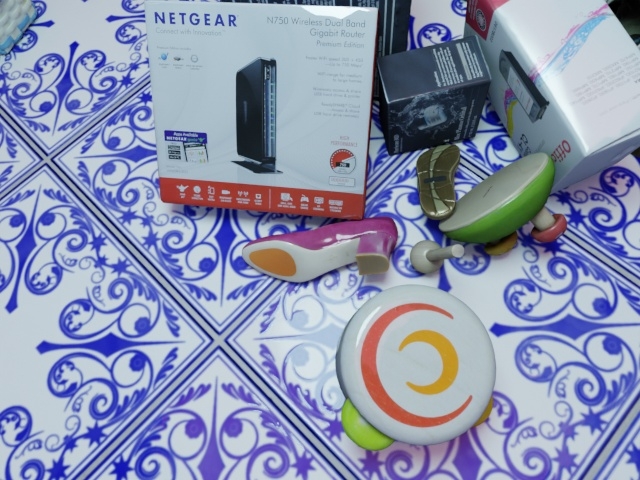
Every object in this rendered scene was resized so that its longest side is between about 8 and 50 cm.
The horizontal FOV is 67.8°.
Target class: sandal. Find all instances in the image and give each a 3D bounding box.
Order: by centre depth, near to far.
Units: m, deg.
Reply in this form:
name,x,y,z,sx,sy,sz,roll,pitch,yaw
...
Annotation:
name,x,y,z,sx,sy,sz,roll,pitch,yaw
sandal,0.194,-0.093,0.782,0.072,0.049,0.180,-3,48,18

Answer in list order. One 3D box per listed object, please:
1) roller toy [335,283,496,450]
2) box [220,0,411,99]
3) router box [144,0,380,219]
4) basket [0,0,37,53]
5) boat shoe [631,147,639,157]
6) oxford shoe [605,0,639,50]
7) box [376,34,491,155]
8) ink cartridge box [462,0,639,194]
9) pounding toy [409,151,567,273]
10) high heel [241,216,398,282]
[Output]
name,x,y,z,sx,sy,sz,roll,pitch,yaw
roller toy,0.119,0.161,0.632,0.209,0.146,0.191,-7,75,-5
box,0.004,-0.403,0.800,0.293,0.296,0.183,4,68,6
router box,-0.088,-0.198,0.738,0.335,0.082,0.302,5,112,8
basket,-0.723,-0.513,0.912,0.254,0.289,0.201,21,70,14
boat shoe,0.548,-0.163,0.789,0.135,0.050,0.045,39,71,8
oxford shoe,0.544,-0.426,0.785,0.450,0.130,0.169,-60,34,-1
box,0.178,-0.231,0.783,0.158,0.156,0.093,-11,68,5
ink cartridge box,0.341,-0.246,0.711,0.131,0.226,0.307,-25,77,8
pounding toy,0.263,-0.015,0.702,0.237,0.183,0.110,-41,96,-12
high heel,0.000,0.000,0.764,0.243,0.082,0.117,-4,34,18
